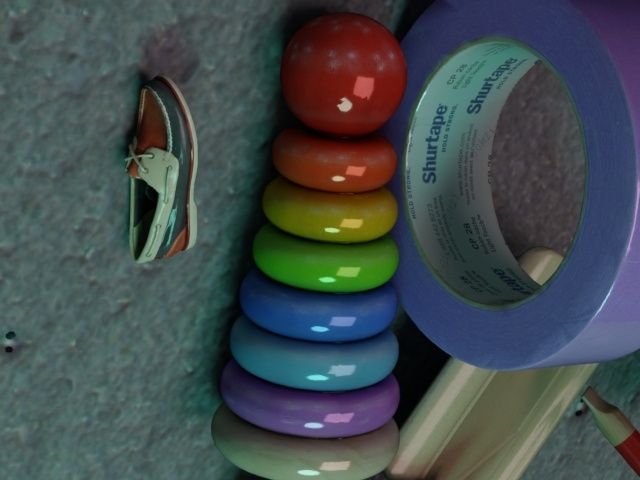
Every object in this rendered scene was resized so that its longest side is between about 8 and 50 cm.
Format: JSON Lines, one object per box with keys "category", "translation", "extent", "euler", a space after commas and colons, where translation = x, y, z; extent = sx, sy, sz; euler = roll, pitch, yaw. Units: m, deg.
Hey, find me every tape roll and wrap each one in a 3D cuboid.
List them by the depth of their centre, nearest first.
{"category": "tape roll", "translation": [0.151, -0.047, 1.279], "extent": [0.090, 0.275, 0.274], "euler": [-1, 112, -38]}

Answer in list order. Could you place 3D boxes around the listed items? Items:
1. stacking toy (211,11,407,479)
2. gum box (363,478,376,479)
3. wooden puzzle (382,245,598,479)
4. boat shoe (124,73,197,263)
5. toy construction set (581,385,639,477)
{"category": "stacking toy", "translation": [0.000, 0.000, 1.299], "extent": [0.141, 0.141, 0.330], "euler": [-7, 108, -36]}
{"category": "gum box", "translation": [0.008, 0.244, 1.405], "extent": [0.157, 0.041, 0.184], "euler": [12, 141, -42]}
{"category": "wooden puzzle", "translation": [0.146, 0.122, 1.486], "extent": [0.221, 0.044, 0.239], "euler": [-55, 153, -2]}
{"category": "boat shoe", "translation": [-0.112, -0.047, 1.230], "extent": [0.043, 0.049, 0.137], "euler": [-19, 127, -28]}
{"category": "toy construction set", "translation": [0.323, 0.060, 1.537], "extent": [0.237, 0.257, 0.309], "euler": [49, 53, 2]}
